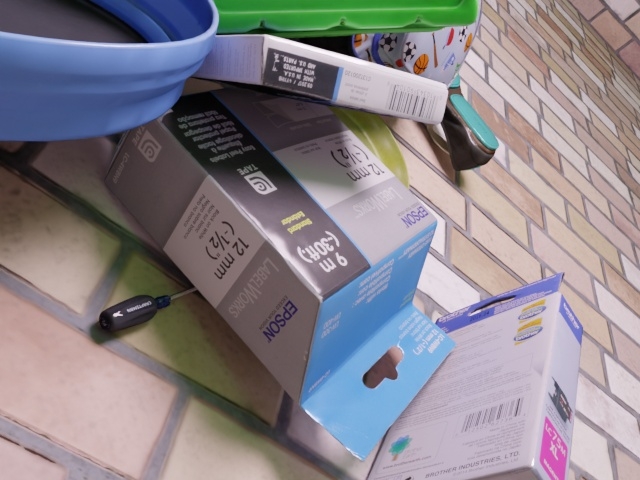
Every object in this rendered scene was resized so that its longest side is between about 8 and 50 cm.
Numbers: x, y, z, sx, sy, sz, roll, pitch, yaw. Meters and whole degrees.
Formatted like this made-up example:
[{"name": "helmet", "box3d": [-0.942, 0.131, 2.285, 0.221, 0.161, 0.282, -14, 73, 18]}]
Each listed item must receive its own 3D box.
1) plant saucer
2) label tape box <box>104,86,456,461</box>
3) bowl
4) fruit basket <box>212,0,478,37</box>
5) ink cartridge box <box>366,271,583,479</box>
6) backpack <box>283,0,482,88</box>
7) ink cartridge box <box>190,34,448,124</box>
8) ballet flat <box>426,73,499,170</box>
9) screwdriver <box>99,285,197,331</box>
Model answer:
[{"name": "plant saucer", "box3d": [0.025, -0.133, 0.881, 0.240, 0.037, 0.241, 27, 43, -29]}, {"name": "label tape box", "box3d": [0.000, 0.000, 0.638, 0.348, 0.115, 0.249, 46, 35, 11]}, {"name": "bowl", "box3d": [-0.272, -0.195, 0.470, 0.390, 0.077, 0.391, 19, 30, -11]}, {"name": "fruit basket", "box3d": [-0.013, -0.382, 0.733, 0.391, 0.283, 0.392, 1, 30, 0]}, {"name": "ink cartridge box", "box3d": [0.170, 0.159, 0.667, 0.065, 0.185, 0.311, 52, 36, -12]}, {"name": "backpack", "box3d": [0.119, -0.333, 0.955, 0.213, 0.277, 0.263, 32, 5, 23]}, {"name": "ink cartridge box", "box3d": [-0.022, -0.159, 0.622, 0.206, 0.045, 0.208, 3, 15, -37]}, {"name": "ballet flat", "box3d": [0.207, -0.242, 1.117, 0.095, 0.096, 0.281, 0, 62, -42]}, {"name": "screwdriver", "box3d": [-0.126, 0.051, 0.581, 0.025, 0.024, 0.169, 34, 27, 26]}]
